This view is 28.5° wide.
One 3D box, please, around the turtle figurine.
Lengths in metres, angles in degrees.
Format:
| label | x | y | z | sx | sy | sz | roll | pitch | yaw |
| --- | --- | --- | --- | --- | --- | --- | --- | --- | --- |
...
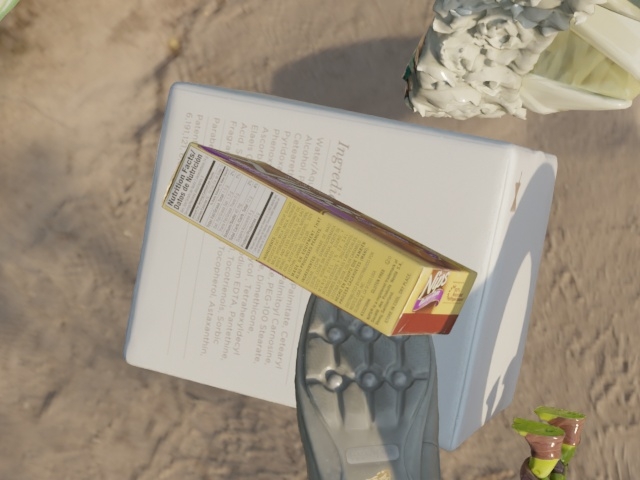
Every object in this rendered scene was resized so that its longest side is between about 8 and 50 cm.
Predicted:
| label | x | y | z | sx | sy | sz | roll | pitch | yaw |
| --- | --- | --- | --- | --- | --- | --- | --- | --- | --- |
| turtle figurine | 0.236 | 0.304 | 1.398 | 0.087 | 0.269 | 0.217 | 18 | 108 | 43 |

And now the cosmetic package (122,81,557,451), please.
| label | x | y | z | sx | sy | sz | roll | pitch | yaw |
| --- | --- | --- | --- | --- | --- | --- | --- | --- | --- |
| cosmetic package | 0.036 | 0.016 | 1.468 | 0.393 | 0.329 | 0.327 | 12 | 95 | 18 |

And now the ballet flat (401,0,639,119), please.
| label | x | y | z | sx | sy | sz | roll | pitch | yaw |
| --- | --- | --- | --- | --- | --- | --- | --- | --- | --- |
| ballet flat | 0.116 | -0.119 | 0.580 | 0.147 | 0.409 | 0.147 | 0 | 84 | 1 |

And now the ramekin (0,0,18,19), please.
| label | x | y | z | sx | sy | sz | roll | pitch | yaw |
| --- | --- | --- | --- | --- | --- | --- | --- | --- | --- |
| ramekin | -0.302 | -0.265 | 0.822 | 0.303 | 0.303 | 0.148 | 1 | 57 | 15 |

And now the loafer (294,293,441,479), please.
| label | x | y | z | sx | sy | sz | roll | pitch | yaw |
| --- | --- | --- | --- | --- | --- | --- | --- | --- | --- |
| loafer | 0.035 | 0.164 | 0.933 | 0.112 | 0.111 | 0.319 | 1 | 61 | -5 |

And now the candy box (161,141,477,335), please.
| label | x | y | z | sx | sy | sz | roll | pitch | yaw |
| --- | --- | --- | --- | --- | --- | --- | --- | --- | --- |
| candy box | 0.000 | 0.000 | 0.838 | 0.186 | 0.109 | 0.053 | 30 | 99 | 24 |
